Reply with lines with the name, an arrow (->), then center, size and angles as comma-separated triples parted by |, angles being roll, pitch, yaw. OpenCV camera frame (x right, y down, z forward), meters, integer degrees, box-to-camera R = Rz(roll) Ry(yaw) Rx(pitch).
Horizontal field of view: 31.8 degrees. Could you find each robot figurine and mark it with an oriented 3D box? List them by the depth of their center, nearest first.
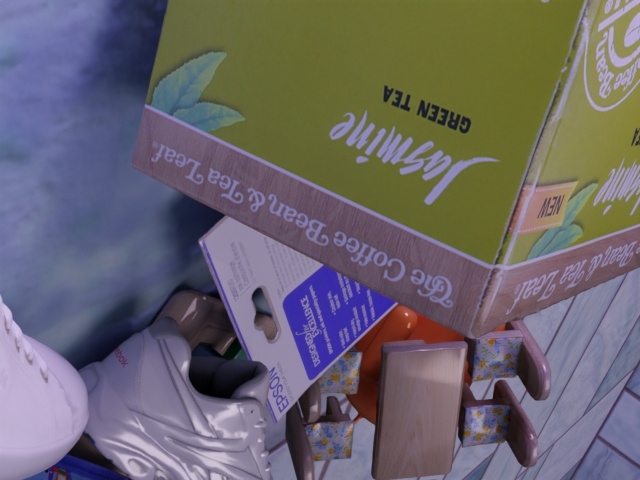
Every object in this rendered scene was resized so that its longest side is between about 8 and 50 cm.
robot figurine -> 0.102, 0.099, 1.103 | 0.219, 0.128, 0.158 | -60, -170, 15

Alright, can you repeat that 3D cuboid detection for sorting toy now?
sorting toy -> -0.101, 0.135, 0.879 | 0.348, 0.047, 0.196 | -54, 156, 2

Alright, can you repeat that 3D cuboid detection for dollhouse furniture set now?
dollhouse furniture set -> 0.087, 0.206, 0.986 | 0.212, 0.161, 0.242 | -3, 119, -11

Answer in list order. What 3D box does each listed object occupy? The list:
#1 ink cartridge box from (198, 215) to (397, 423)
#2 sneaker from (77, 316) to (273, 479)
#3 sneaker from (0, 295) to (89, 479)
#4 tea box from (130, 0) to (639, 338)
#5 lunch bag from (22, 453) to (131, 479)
ink cartridge box -> 0.000, 0.000, 0.832 | 0.208, 0.045, 0.206 | -42, 139, -25
sneaker -> -0.066, 0.143, 0.785 | 0.115, 0.090, 0.232 | -41, 126, -1
sneaker -> -0.178, 0.036, 0.533 | 0.123, 0.106, 0.290 | -51, 155, 1
tea box -> 0.112, -0.158, 0.614 | 0.329, 0.220, 0.324 | -13, 125, -56
lunch bag -> -0.219, 0.239, 0.722 | 0.221, 0.138, 0.293 | -42, 166, -2
